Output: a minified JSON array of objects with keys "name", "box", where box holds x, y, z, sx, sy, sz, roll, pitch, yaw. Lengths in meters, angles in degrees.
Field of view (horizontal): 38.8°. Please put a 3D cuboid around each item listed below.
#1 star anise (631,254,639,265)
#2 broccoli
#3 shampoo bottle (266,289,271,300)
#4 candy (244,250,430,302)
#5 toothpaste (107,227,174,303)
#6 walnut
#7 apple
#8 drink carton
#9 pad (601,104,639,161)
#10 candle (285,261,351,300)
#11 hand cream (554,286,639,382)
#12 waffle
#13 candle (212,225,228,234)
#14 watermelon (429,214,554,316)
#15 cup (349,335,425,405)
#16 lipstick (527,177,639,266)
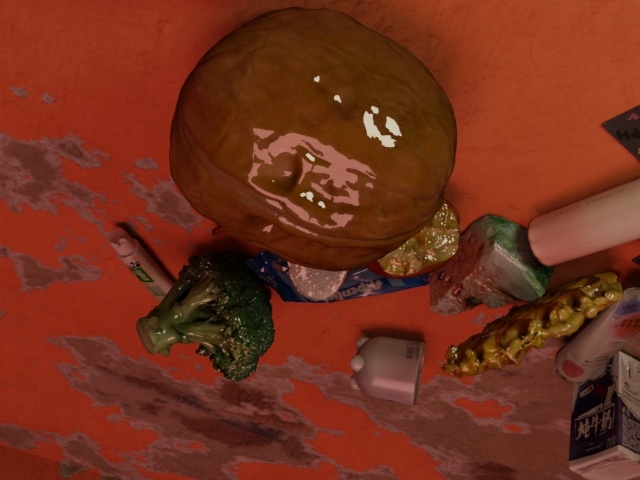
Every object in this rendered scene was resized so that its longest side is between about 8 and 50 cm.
[{"name":"star anise","box":[0.613,0.024,1.433,0.230,0.081,0.262,-16,132,22]},{"name":"broccoli","box":[-0.215,0.147,1.750,0.270,0.270,0.270,-15,156,-29]},{"name":"shampoo bottle","box":[-0.168,0.114,1.890,0.137,0.027,0.048,1,140,19]},{"name":"candy","box":[0.042,0.055,1.693,0.331,0.077,0.187,-8,145,23]},{"name":"toothpaste","box":[-0.349,0.077,1.896,0.058,0.056,0.314,41,168,41]},{"name":"walnut","box":[-0.008,-0.130,1.258,0.397,0.308,0.354,21,145,-4]},{"name":"apple","box":[0.147,-0.011,1.500,0.158,0.156,0.147,15,162,-17]},{"name":"drink carton","box":[0.565,0.343,1.755,0.102,0.222,0.134,27,143,-16]},{"name":"pad","box":[0.545,-0.164,1.266,0.170,0.006,0.245,35,140,-26]},{"name":"candle","box":[0.000,0.000,1.585,0.168,0.068,0.192,-26,100,25]},{"name":"hand cream","box":[0.528,0.174,1.667,0.124,0.078,0.341,1,147,-19]},{"name":"waffle","box":[0.360,0.140,1.544,0.325,0.302,0.068,-33,84,40]},{"name":"candle","box":[-0.138,-0.043,1.674,0.167,0.021,0.026,-23,156,40]},{"name":"watermelon","box":[0.276,0.059,1.602,0.154,0.094,0.241,37,139,-15]},{"name":"cup","box":[0.142,0.259,1.910,0.142,0.173,0.134,8,113,13]},{"name":"lipstick","box":[0.471,-0.044,1.376,0.087,0.087,0.327,36,142,-27]}]
